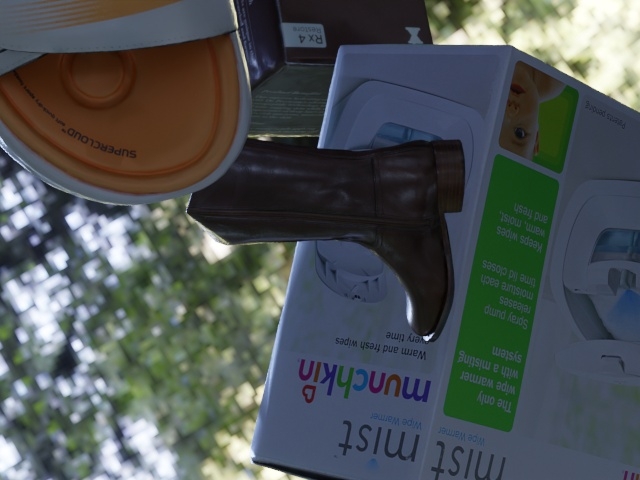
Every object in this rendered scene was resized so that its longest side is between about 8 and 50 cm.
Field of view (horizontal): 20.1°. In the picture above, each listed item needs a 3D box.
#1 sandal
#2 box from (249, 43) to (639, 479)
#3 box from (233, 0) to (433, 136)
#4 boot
[{"bbox_3d":[-0.099,-0.137,0.617,0.102,0.265,0.076,-20,6,-8],"label":"sandal"},{"bbox_3d":[0.109,0.040,0.994,0.126,0.231,0.262,5,-11,44],"label":"box"},{"bbox_3d":[-0.022,-0.208,1.734,0.168,0.167,0.203,-1,-16,-31],"label":"box"},{"bbox_3d":[0.000,0.000,0.765,0.114,0.037,0.106,-2,-56,-6],"label":"boot"}]
